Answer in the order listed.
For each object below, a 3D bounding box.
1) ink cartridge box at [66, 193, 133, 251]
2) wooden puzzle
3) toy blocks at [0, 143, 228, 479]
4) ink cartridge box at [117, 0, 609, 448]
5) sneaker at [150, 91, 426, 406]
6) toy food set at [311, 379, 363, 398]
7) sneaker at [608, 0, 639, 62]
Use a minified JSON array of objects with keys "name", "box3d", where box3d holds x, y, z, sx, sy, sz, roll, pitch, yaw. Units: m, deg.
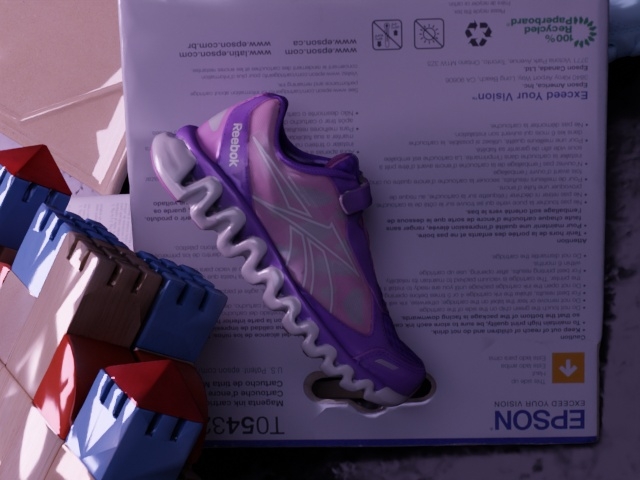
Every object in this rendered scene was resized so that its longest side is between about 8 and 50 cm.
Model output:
[{"name":"ink cartridge box","box3d":[-0.180,0.058,1.054,0.232,0.066,0.189,-3,73,22]},{"name":"wooden puzzle","box3d":[-0.204,-0.180,1.109,0.238,0.044,0.221,32,103,23]},{"name":"toy blocks","box3d":[-0.168,0.102,0.873,0.381,0.191,0.261,36,102,49]},{"name":"ink cartridge box","box3d":[0.032,-0.022,0.946,0.324,0.071,0.330,-1,105,3]},{"name":"sneaker","box3d":[0.000,0.000,0.876,0.104,0.095,0.236,-39,97,4]},{"name":"toy food set","box3d":[0.002,0.027,1.019,0.132,0.038,0.192,-5,73,13]},{"name":"sneaker","box3d":[0.167,-0.157,1.005,0.366,0.135,0.150,10,107,12]}]
